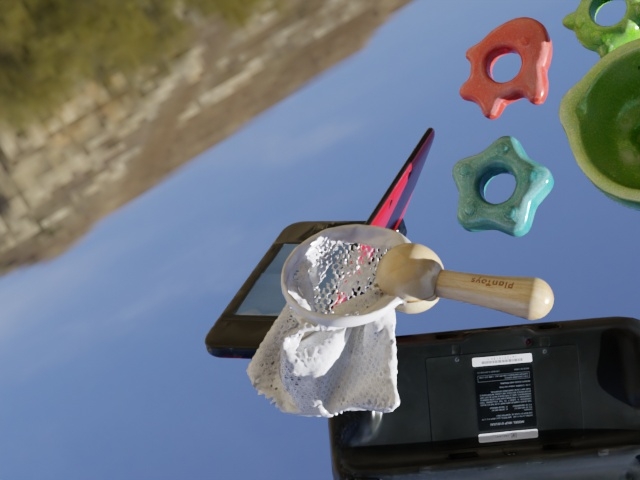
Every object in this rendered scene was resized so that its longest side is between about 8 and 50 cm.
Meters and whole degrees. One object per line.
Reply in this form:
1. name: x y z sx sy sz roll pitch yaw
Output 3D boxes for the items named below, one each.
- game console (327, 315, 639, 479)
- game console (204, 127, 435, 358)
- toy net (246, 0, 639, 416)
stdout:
1. game console: 0.183 0.080 1.029 0.361 0.213 0.044 -5 174 -4
2. game console: 0.000 0.000 1.086 0.124 0.085 0.144 0 -148 26
3. toy net: 0.054 -0.018 0.717 0.232 0.122 0.045 -33 154 11
